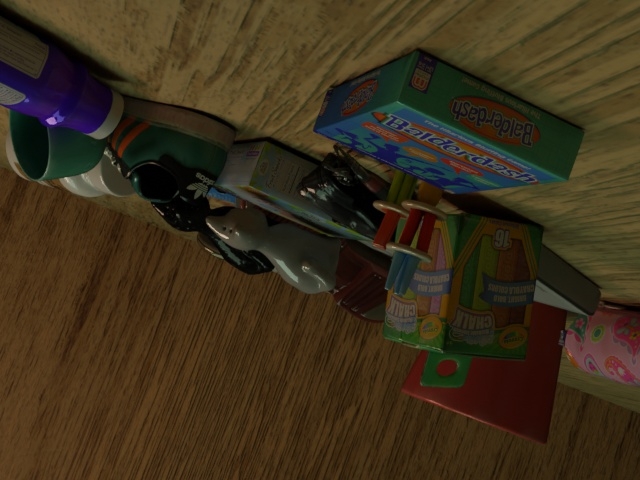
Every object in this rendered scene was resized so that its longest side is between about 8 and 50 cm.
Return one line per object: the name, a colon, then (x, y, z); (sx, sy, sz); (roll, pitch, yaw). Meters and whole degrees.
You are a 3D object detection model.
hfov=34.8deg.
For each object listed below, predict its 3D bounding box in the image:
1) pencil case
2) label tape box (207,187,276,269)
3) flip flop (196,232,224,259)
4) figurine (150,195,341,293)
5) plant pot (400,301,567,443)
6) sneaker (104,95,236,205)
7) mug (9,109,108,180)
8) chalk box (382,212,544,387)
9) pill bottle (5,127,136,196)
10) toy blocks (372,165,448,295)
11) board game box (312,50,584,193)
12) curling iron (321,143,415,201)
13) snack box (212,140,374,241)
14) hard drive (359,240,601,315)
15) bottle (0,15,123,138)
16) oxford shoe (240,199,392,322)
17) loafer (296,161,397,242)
pencil case: (0.477, 0.156, 1.499); (0.124, 0.124, 0.284); (23, 174, -20)
label tape box: (-0.079, -0.001, 1.910); (0.348, 0.115, 0.249); (19, 173, -3)
flip flop: (-0.117, -0.008, 2.107); (0.277, 0.080, 0.112); (6, -151, 12)
figurine: (-0.104, -0.007, 1.423); (0.215, 0.092, 0.209); (16, 173, 46)
plant pot: (0.311, 0.206, 1.834); (0.275, 0.243, 0.275); (20, 173, 3)
sneaker: (-0.246, -0.121, 1.392); (0.302, 0.121, 0.108); (14, 171, 45)
mug: (-0.344, -0.162, 1.359); (0.097, 0.157, 0.129); (-12, -170, -37)
chalk box: (0.169, 0.076, 1.246); (0.132, 0.213, 0.132); (7, 180, -30)
pill bottle: (-0.378, -0.138, 1.612); (0.229, 0.131, 0.131); (15, 171, 37)
toy blocks: (0.091, -0.014, 1.129); (0.054, 0.148, 0.123); (24, 172, -22)
board game box: (0.101, -0.094, 0.886); (0.160, 0.047, 0.210); (22, 172, -16)
curling iron: (0.081, -0.064, 1.275); (0.068, 0.035, 0.274); (41, -171, 29)
snack box: (-0.030, -0.066, 1.407); (0.207, 0.070, 0.174); (22, 174, -25)
hard drive: (0.208, 0.023, 1.515); (0.353, 0.047, 0.233); (15, 171, 40)
bottle: (-0.360, -0.203, 1.197); (0.118, 0.092, 0.283); (14, 171, 47)
oxford shoe: (0.000, 0.000, 1.662); (0.348, 0.123, 0.130); (43, -157, -30)
loafer: (0.040, -0.043, 1.317); (0.061, 0.062, 0.170); (-23, 133, 32)
